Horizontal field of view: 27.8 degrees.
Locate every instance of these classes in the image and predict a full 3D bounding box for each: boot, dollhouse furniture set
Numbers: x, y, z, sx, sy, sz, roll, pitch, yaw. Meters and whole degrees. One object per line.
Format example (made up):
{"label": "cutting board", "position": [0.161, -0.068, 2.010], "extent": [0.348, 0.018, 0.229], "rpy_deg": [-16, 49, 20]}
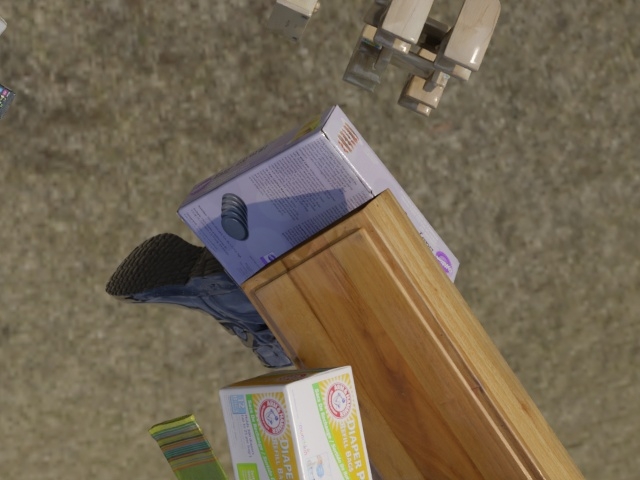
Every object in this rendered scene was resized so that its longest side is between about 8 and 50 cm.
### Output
{"label": "boot", "position": [-0.139, 0.099, 1.807], "extent": [0.338, 0.118, 0.223], "rpy_deg": [-1, 139, 48]}
{"label": "dollhouse furniture set", "position": [0.081, -0.284, 1.513], "extent": [0.242, 0.161, 0.212], "rpy_deg": [23, 168, -6]}

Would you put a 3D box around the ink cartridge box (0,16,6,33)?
{"label": "ink cartridge box", "position": [-0.623, -0.314, 1.758], "extent": [0.223, 0.307, 0.129], "rpy_deg": [-51, 179, -2]}

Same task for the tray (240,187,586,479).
{"label": "tray", "position": [0.104, 0.167, 1.447], "extent": [0.203, 0.411, 0.076], "rpy_deg": [-32, -175, 37]}

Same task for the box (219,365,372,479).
{"label": "box", "position": [-0.021, 0.245, 1.401], "extent": [0.114, 0.203, 0.103], "rpy_deg": [-11, 180, 44]}

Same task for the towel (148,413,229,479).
{"label": "towel", "position": [-0.191, 0.397, 2.120], "extent": [0.102, 0.237, 0.021], "rpy_deg": [-22, -170, 38]}

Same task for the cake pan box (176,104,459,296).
{"label": "cake pan box", "position": [0.000, 0.000, 1.554], "extent": [0.245, 0.070, 0.267], "rpy_deg": [-27, 111, 37]}

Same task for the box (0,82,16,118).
{"label": "box", "position": [-0.552, -0.244, 2.140], "extent": [0.083, 0.052, 0.062], "rpy_deg": [30, -179, -16]}
